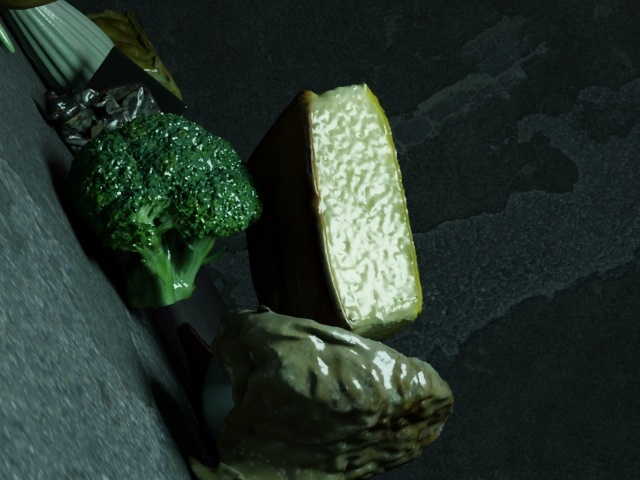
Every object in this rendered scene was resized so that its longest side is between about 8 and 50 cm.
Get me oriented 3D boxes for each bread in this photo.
[{"bbox_3d":[0.000,0.000,1.508,0.333,0.143,0.324,132,-51,-66],"label":"bread"},{"bbox_3d":[-0.386,-0.310,2.155,0.252,0.238,0.196,53,-45,40],"label":"bread"}]

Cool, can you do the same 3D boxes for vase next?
[{"bbox_3d":[-0.422,-0.322,1.825,0.248,0.128,0.128,51,6,-47],"label":"vase"}]

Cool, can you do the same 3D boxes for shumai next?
[{"bbox_3d":[0.001,0.239,1.271,0.314,0.263,0.267,23,-15,-36],"label":"shumai"}]

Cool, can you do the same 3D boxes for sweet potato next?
[{"bbox_3d":[-0.130,0.243,1.706,0.066,0.072,0.314,-101,166,-52],"label":"sweet potato"}]

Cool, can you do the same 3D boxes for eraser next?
[{"bbox_3d":[-0.073,0.297,1.611,0.189,0.104,0.290,-105,174,-45],"label":"eraser"}]

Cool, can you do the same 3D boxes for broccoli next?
[{"bbox_3d":[-0.202,-0.040,1.436,0.269,0.261,0.242,-2,-84,44],"label":"broccoli"}]

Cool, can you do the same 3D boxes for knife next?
[{"bbox_3d":[-0.476,-0.348,1.556,0.207,0.014,0.030,61,1,-19],"label":"knife"}]

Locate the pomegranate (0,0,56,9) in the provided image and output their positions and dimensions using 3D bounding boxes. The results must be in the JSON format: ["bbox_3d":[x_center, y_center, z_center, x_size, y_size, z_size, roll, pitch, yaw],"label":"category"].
[{"bbox_3d":[-0.368,-0.447,1.460,0.307,0.307,0.307,61,-3,5],"label":"pomegranate"}]

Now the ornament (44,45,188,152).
[{"bbox_3d":[-0.333,-0.181,1.676,0.153,0.166,0.196,40,14,8],"label":"ornament"}]
